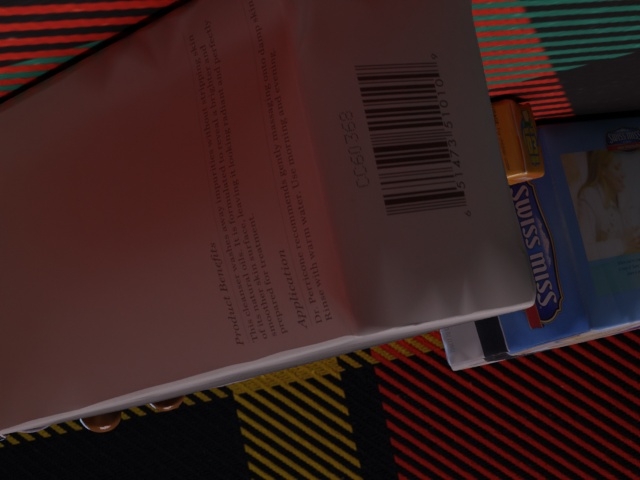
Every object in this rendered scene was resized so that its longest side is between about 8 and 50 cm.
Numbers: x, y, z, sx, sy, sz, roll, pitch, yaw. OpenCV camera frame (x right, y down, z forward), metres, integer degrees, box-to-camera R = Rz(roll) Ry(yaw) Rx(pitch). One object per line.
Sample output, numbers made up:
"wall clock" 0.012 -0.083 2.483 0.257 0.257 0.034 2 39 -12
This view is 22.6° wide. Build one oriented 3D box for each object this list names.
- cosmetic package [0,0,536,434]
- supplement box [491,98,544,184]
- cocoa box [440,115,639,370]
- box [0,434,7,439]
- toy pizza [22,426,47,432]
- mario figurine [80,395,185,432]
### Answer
"cosmetic package" -0.073 -0.015 1.000 0.156 0.217 0.385 -7 174 -42
"supplement box" 0.089 -0.068 1.518 0.233 0.080 0.078 -17 175 22
"cocoa box" 0.313 -0.008 1.818 0.347 0.231 0.228 -8 172 -40
"box" -0.497 0.161 1.928 0.247 0.163 0.142 -15 146 33
"toy pizza" -0.336 0.127 1.897 0.032 0.201 0.201 -1 -179 30
"mario figurine" -0.218 0.129 1.816 0.198 0.170 0.320 -54 163 -29
